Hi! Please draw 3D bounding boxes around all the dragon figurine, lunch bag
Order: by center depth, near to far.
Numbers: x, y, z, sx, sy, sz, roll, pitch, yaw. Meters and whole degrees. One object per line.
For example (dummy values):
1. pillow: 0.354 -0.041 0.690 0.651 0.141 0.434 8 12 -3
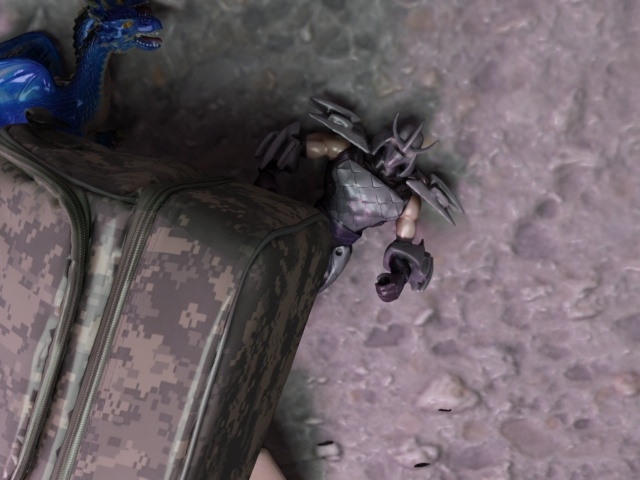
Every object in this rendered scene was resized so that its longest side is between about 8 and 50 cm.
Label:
1. lunch bag: -0.167 0.078 0.956 0.256 0.212 0.305 22 103 15
2. dragon figurine: -0.252 -0.120 1.029 0.289 0.085 0.144 -13 117 10

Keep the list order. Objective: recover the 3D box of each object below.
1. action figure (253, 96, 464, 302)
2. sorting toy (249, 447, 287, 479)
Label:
1. action figure: 0.000 0.000 1.067 0.185 0.099 0.285 41 114 -3
2. sorting toy: -0.122 0.233 1.214 0.196 0.047 0.347 -2 145 16
